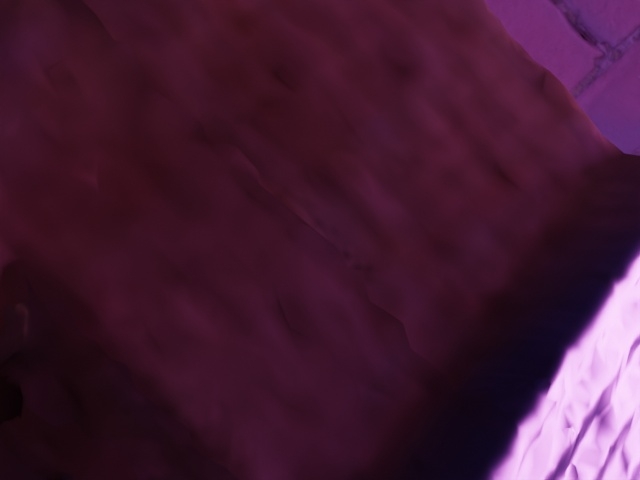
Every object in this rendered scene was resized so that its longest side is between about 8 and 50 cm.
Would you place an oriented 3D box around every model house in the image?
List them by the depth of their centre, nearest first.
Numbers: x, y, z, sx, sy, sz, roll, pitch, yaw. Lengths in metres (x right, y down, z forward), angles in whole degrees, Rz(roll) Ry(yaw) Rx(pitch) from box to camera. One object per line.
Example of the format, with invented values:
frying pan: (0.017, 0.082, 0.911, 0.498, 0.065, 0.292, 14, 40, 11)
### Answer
model house: (-0.066, 0.122, 0.621, 0.382, 0.343, 0.334, -40, -176, 38)
